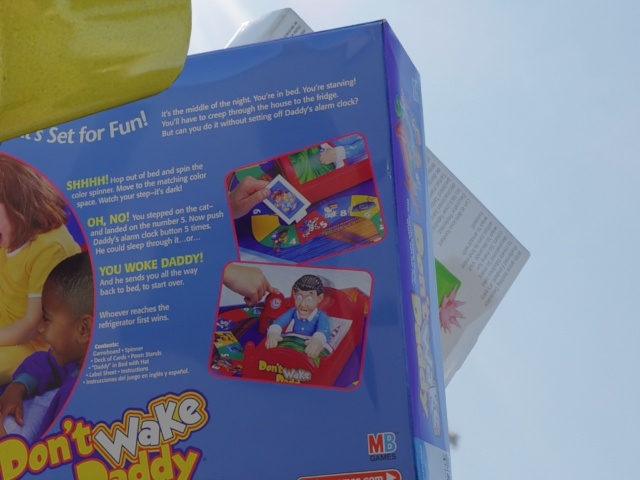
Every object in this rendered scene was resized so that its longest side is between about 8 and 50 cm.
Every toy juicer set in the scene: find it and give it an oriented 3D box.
[{"bbox_3d":[-0.166,-0.102,0.457,0.329,0.089,0.209,-22,-98,58],"label":"toy juicer set"}]

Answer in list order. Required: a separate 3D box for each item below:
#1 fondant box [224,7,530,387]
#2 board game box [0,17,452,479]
[{"bbox_3d":[0.000,0.000,1.122,0.330,0.238,0.096,43,-20,-21],"label":"fondant box"},{"bbox_3d":[-0.115,0.035,0.663,0.347,0.233,0.078,-7,-17,16],"label":"board game box"}]
